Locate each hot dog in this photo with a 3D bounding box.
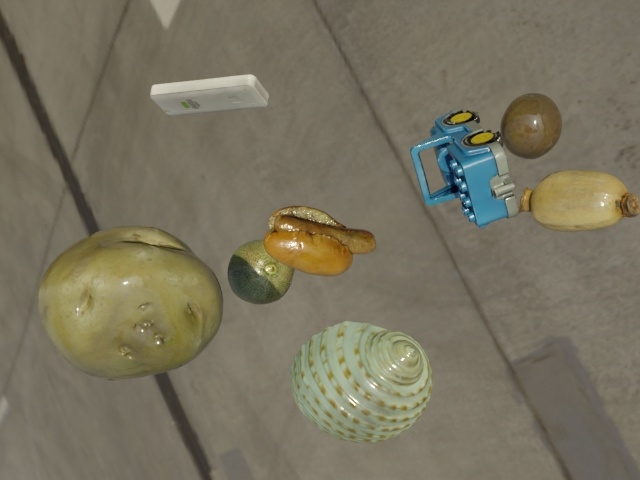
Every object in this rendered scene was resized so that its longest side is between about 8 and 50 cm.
[{"bbox_3d":[0.000,0.001,1.056,0.060,0.140,0.089,-52,20,44],"label":"hot dog"}]

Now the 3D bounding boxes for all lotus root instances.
[{"bbox_3d":[0.289,-0.046,0.959,0.150,0.062,0.073,4,74,43],"label":"lotus root"}]

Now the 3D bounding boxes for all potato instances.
[{"bbox_3d":[-0.283,0.089,1.223,0.326,0.243,0.220,9,116,57],"label":"potato"}]

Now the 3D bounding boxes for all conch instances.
[{"bbox_3d":[0.038,0.150,0.856,0.135,0.102,0.153,41,105,-6],"label":"conch"}]

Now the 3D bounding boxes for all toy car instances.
[{"bbox_3d":[0.171,-0.088,1.033,0.191,0.100,0.097,-108,-1,-64],"label":"toy car"}]

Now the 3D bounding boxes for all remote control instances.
[{"bbox_3d":[-0.243,-0.316,1.834,0.103,0.250,0.034,46,-135,-62],"label":"remote control"}]

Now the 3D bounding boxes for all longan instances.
[{"bbox_3d":[0.326,-0.179,1.299,0.113,0.092,0.113,1,-90,-85],"label":"longan"}]

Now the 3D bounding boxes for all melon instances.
[{"bbox_3d":[-0.126,0.067,1.768,0.139,0.139,0.192,69,158,-1],"label":"melon"}]
